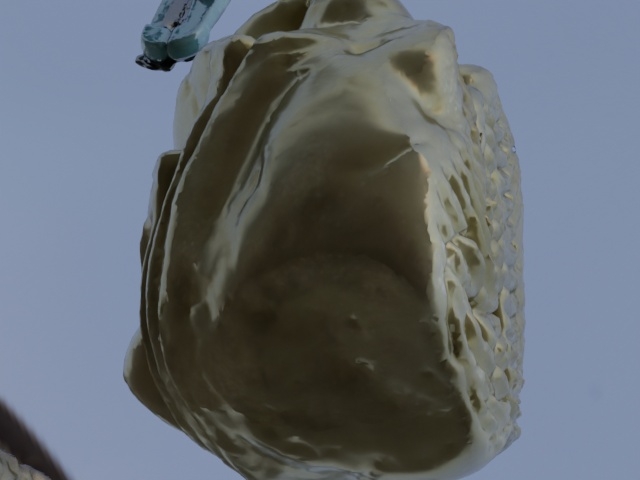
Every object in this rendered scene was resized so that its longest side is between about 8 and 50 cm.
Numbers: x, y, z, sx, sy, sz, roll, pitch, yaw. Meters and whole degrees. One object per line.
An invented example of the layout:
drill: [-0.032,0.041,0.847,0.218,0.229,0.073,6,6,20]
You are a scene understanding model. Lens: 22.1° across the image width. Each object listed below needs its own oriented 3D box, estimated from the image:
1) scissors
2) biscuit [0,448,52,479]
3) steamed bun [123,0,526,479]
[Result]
scissors: [-0.060,-0.219,1.098,0.180,0.393,0.032,-2,-56,15]
biscuit: [-0.107,0.127,0.541,0.131,0.237,0.026,-11,-122,17]
steamed bun: [0.001,0.002,0.881,0.203,0.289,0.276,-6,-51,12]
